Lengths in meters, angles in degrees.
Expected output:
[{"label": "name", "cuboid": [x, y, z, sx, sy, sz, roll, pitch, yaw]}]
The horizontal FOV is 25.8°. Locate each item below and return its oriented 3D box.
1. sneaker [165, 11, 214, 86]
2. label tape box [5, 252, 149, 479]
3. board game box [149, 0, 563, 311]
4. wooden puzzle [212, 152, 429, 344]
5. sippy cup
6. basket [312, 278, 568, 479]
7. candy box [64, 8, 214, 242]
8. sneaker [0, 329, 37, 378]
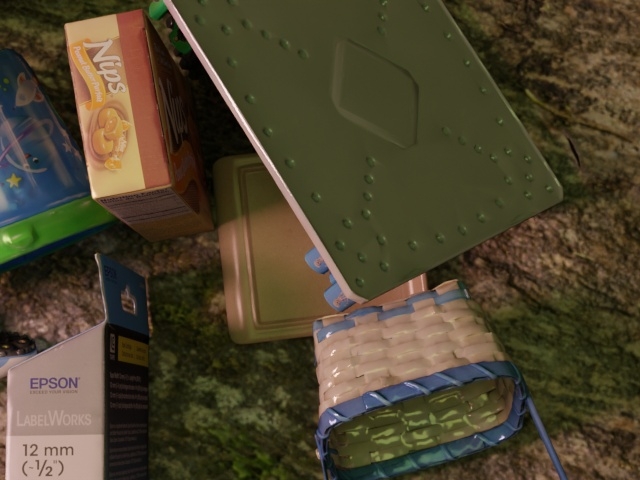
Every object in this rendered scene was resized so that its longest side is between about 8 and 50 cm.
[{"label": "sneaker", "cuboid": [-0.132, -0.327, 1.646, 0.146, 0.134, 0.344, -8, 67, -41]}, {"label": "label tape box", "cuboid": [-0.257, 0.201, 1.507, 0.115, 0.249, 0.348, -3, 83, 2]}, {"label": "board game box", "cuboid": [0.048, -0.147, 1.513, 0.390, 0.050, 0.390, -24, 79, -45]}, {"label": "wooden puzzle", "cuboid": [0.000, 0.000, 1.628, 0.238, 0.044, 0.221, -7, 83, 6]}, {"label": "sippy cup", "cuboid": [-0.366, -0.082, 1.541, 0.240, 0.305, 0.224, -22, 91, 12]}, {"label": "basket", "cuboid": [0.118, 0.205, 1.499, 0.254, 0.201, 0.289, -13, 53, 1]}, {"label": "candy box", "cuboid": [-0.188, -0.112, 1.509, 0.087, 0.316, 0.183, -11, 82, 2]}, {"label": "sneaker", "cuboid": [-0.438, 0.165, 1.614, 0.237, 0.085, 0.086, -17, 109, -3]}]
